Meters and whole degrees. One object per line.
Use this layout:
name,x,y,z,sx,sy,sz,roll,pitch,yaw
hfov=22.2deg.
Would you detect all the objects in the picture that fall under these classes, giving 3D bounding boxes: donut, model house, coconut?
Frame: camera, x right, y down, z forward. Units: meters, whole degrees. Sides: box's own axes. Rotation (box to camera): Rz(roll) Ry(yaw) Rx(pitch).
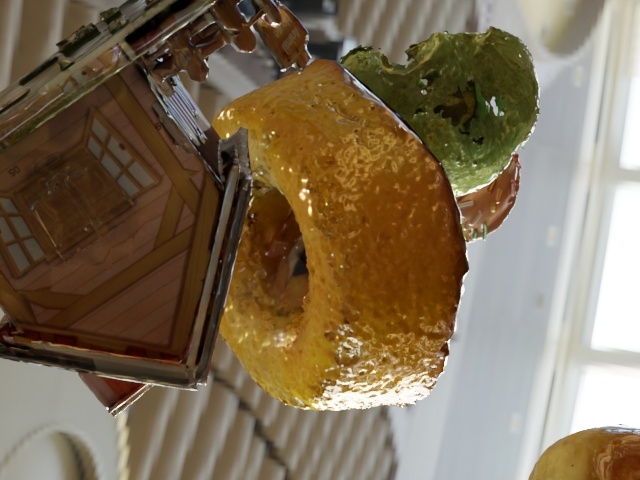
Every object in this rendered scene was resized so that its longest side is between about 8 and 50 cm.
donut,0.001,0.002,1.115,0.118,0.253,0.253,-11,-67,-26
model house,-0.073,-0.033,0.769,0.154,0.207,0.294,56,-177,-12
donut,0.141,-0.082,1.590,0.117,0.166,0.065,-27,-24,-18
coconut,0.095,-0.091,1.157,0.158,0.055,0.133,-22,-76,-16

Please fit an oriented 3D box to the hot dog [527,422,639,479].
hot dog,0.404,0.339,1.646,0.223,0.405,0.185,-30,-18,-22
